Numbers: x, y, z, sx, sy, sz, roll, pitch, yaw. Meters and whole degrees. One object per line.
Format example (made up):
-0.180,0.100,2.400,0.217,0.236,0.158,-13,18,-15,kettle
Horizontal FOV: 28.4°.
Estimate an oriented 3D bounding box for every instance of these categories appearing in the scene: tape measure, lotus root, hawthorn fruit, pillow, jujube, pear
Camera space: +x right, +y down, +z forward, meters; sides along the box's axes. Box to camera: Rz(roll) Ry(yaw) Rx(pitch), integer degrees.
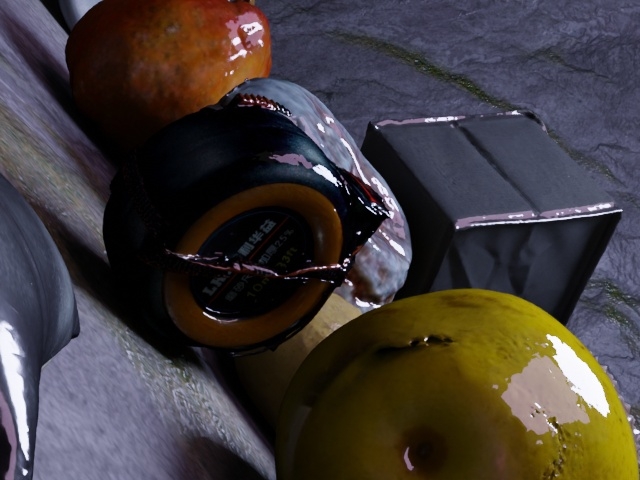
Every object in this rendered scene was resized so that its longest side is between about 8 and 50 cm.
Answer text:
-0.071,-0.009,1.046,0.223,0.202,0.135,29,17,-45,tape measure
0.015,0.142,1.177,0.303,0.131,0.146,52,4,9,lotus root
-0.155,-0.208,1.444,0.210,0.262,0.210,53,7,-9,hawthorn fruit
-0.177,0.007,0.519,0.186,0.106,0.250,43,5,-12,pillow
-0.038,-0.013,1.341,0.308,0.215,0.246,58,19,-7,jujube
0.104,0.188,0.981,0.285,0.285,0.336,55,-14,34,pear

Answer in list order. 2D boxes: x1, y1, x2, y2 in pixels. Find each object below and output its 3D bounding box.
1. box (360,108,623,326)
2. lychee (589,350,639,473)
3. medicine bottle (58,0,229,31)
0.155,0.041,1.541,0.251,0.345,0.204,-6,42,-30,box
0.194,0.229,1.352,0.300,0.300,0.300,51,5,-6,lychee
-0.256,-0.378,1.894,0.245,0.245,0.306,51,4,-11,medicine bottle
